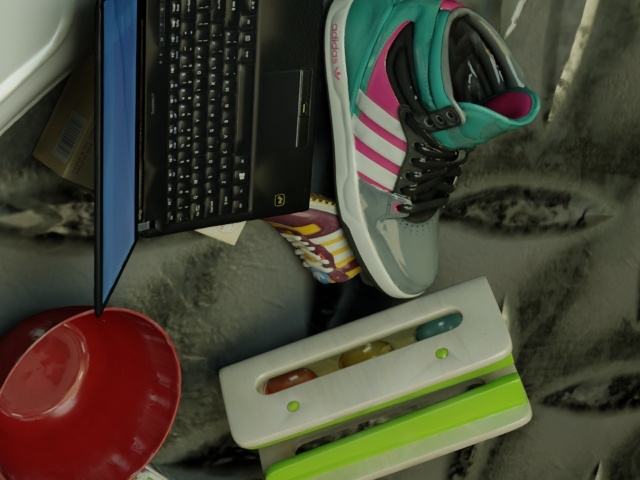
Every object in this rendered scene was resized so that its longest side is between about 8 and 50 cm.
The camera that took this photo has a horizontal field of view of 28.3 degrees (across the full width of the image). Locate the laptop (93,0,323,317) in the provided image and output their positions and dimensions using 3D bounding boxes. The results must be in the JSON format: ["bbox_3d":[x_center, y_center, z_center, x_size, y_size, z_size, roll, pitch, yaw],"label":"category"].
[{"bbox_3d":[-0.080,-0.094,0.983,0.264,0.136,0.234,-10,116,-32],"label":"laptop"}]

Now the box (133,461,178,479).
[{"bbox_3d":[-0.224,0.299,1.218,0.207,0.036,0.114,-51,130,-5],"label":"box"}]

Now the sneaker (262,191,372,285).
[{"bbox_3d":[0.000,0.000,1.216,0.185,0.069,0.084,12,98,-37],"label":"sneaker"}]

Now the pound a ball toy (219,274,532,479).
[{"bbox_3d":[0.040,0.170,1.258,0.319,0.136,0.208,-20,136,4],"label":"pound a ball toy"}]

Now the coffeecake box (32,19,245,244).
[{"bbox_3d":[-0.126,-0.095,1.084,0.185,0.068,0.142,23,96,-40],"label":"coffeecake box"}]

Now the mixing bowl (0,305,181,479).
[{"bbox_3d":[-0.221,0.128,1.094,0.181,0.098,0.181,-17,117,-35],"label":"mixing bowl"}]

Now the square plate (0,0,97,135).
[{"bbox_3d":[-0.312,-0.163,0.825,0.344,0.049,0.347,-48,134,-15],"label":"square plate"}]

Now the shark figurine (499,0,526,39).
[{"bbox_3d":[0.120,-0.310,1.162,0.116,0.166,0.278,-33,149,12],"label":"shark figurine"}]

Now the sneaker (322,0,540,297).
[{"bbox_3d":[0.111,-0.086,1.143,0.124,0.178,0.295,-24,110,-44],"label":"sneaker"}]
